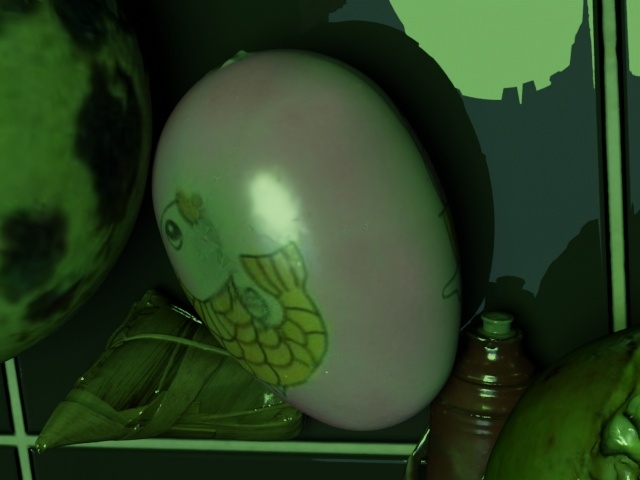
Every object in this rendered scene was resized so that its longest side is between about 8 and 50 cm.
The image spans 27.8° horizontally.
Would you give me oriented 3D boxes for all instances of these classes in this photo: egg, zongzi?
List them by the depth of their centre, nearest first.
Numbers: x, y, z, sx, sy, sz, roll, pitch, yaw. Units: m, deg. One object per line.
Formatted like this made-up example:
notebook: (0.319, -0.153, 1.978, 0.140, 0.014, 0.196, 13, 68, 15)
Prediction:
egg: (-0.297, -0.114, 0.853, 0.345, 0.345, 0.428, -31, 79, 21)
egg: (0.000, 0.000, 0.881, 0.196, 0.196, 0.271, -37, 98, 21)
zongzi: (-0.090, 0.136, 0.949, 0.189, 0.178, 0.081, 25, 128, 7)

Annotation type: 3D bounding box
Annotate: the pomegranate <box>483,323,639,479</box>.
pomegranate: (0.236, 0.224, 0.825, 0.309, 0.216, 0.359, 17, 75, -18)

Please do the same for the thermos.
thermos: (0.126, 0.163, 0.945, 0.124, 0.099, 0.232, -2, 105, -20)
